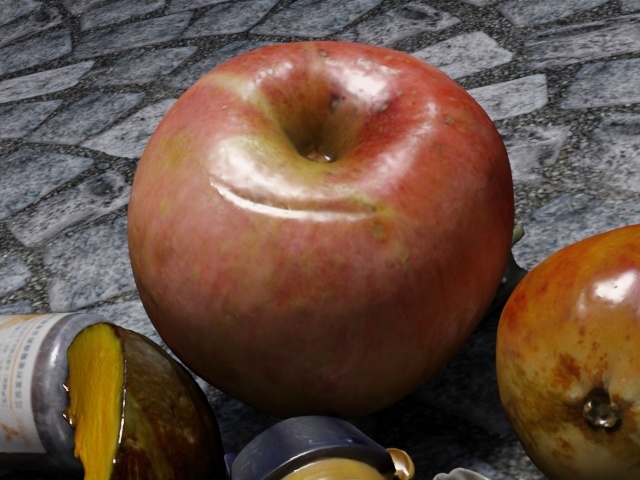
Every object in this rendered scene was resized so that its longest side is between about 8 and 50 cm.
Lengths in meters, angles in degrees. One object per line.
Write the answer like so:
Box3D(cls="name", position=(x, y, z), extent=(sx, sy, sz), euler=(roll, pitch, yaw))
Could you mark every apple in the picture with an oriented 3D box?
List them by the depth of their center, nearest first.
Box3D(cls="apple", position=(0.000, 0.000, 1.381), extent=(0.364, 0.364, 0.364), euler=(-14, 26, 7))

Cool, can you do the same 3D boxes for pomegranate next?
Box3D(cls="pomegranate", position=(0.287, 0.096, 1.224), extent=(0.252, 0.229, 0.270), euler=(-4, 17, 40))

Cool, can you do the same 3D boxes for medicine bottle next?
Box3D(cls="medicine bottle", position=(-0.344, 0.160, 1.532), extent=(0.273, 0.165, 0.165), euler=(-2, 30, 25))

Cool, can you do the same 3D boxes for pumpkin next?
Box3D(cls="pumpkin", position=(-0.137, 0.186, 1.313), extent=(0.169, 0.148, 0.312), euler=(18, 39, -22))

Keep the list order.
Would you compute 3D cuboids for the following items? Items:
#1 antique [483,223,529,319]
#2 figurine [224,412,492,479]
Box3D(cls="antique", position=(0.097, 0.005, 1.614), extent=(0.284, 0.125, 0.150), euler=(12, 38, 44))
Box3D(cls="figurine", position=(0.012, 0.242, 1.187), extent=(0.308, 0.143, 0.308), euler=(13, 22, -6))
